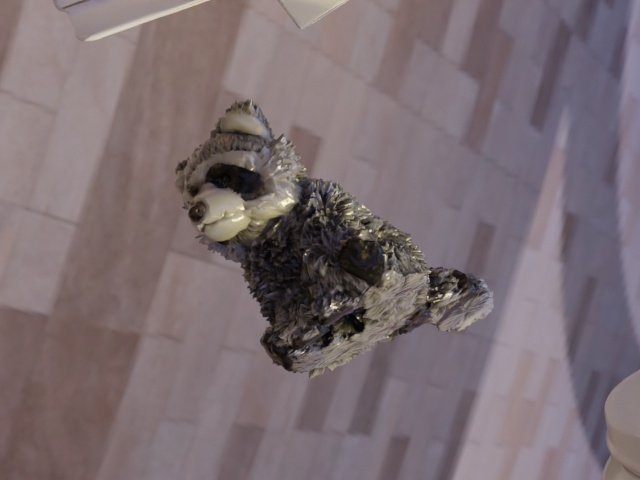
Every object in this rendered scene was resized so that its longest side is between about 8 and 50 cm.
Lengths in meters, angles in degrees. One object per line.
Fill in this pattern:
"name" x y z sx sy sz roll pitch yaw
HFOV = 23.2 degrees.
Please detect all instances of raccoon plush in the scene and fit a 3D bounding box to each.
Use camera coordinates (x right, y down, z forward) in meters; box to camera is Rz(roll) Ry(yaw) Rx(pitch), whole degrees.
"raccoon plush" 0.000 0.000 1.956 0.216 0.299 0.446 -40 156 16

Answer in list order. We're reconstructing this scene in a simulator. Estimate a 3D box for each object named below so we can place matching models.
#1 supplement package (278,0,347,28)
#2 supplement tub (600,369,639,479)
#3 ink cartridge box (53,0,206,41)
"supplement package" -0.037 -0.397 1.555 0.293 0.175 0.177 51 14 -34
"supplement tub" 0.354 0.263 1.266 0.228 0.228 0.316 -36 117 -53
"ink cartridge box" -0.137 -0.289 1.195 0.207 0.353 0.119 -21 121 -7
